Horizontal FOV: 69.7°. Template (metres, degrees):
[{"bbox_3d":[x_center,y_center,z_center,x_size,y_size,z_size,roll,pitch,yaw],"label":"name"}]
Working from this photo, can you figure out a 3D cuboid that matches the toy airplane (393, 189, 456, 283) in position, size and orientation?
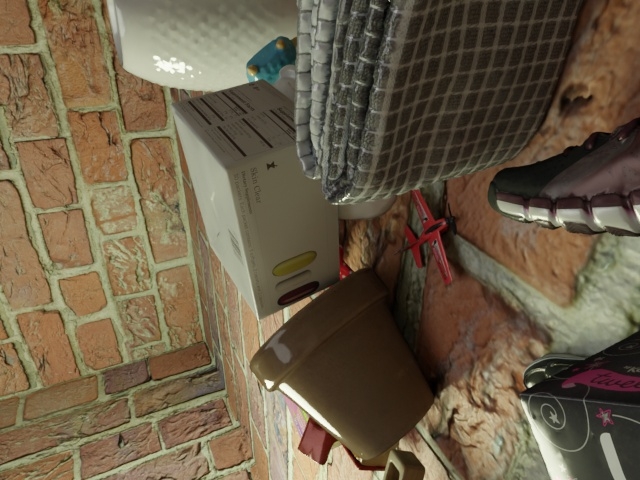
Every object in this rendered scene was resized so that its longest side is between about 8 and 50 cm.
[{"bbox_3d":[0.148,-0.003,0.644,0.151,0.028,0.151,168,90,-68],"label":"toy airplane"}]

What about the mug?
[{"bbox_3d":[-0.213,-0.443,0.855,0.374,0.328,0.276,-29,76,66],"label":"mug"}]

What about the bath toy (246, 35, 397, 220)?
[{"bbox_3d":[0.017,-0.173,0.733,0.348,0.151,0.129,61,-173,22],"label":"bath toy"}]

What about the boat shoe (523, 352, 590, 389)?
[{"bbox_3d":[0.252,0.141,0.464,0.142,0.040,0.049,-44,62,63],"label":"boat shoe"}]

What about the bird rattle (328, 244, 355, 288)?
[{"bbox_3d":[0.000,0.000,0.910,0.207,0.143,0.253,79,167,-70],"label":"bird rattle"}]

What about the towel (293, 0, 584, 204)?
[{"bbox_3d":[0.108,-0.175,0.386,0.121,0.235,0.284,52,148,38],"label":"towel"}]

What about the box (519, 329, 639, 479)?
[{"bbox_3d":[0.274,0.128,0.251,0.247,0.163,0.142,-35,72,65],"label":"box"}]

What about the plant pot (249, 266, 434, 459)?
[{"bbox_3d":[0.056,0.209,0.747,0.229,0.263,0.263,49,149,15],"label":"plant pot"}]

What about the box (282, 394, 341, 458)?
[{"bbox_3d":[-0.003,0.339,1.059,0.213,0.117,0.243,59,150,37],"label":"box"}]

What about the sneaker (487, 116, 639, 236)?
[{"bbox_3d":[0.246,-0.084,0.307,0.281,0.106,0.162,13,109,53],"label":"sneaker"}]

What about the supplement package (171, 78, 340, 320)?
[{"bbox_3d":[-0.085,-0.060,0.663,0.204,0.145,0.262,47,152,41],"label":"supplement package"}]

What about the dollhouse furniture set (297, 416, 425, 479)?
[{"bbox_3d":[0.067,0.421,0.734,0.374,0.201,0.152,-159,83,-70],"label":"dollhouse furniture set"}]
